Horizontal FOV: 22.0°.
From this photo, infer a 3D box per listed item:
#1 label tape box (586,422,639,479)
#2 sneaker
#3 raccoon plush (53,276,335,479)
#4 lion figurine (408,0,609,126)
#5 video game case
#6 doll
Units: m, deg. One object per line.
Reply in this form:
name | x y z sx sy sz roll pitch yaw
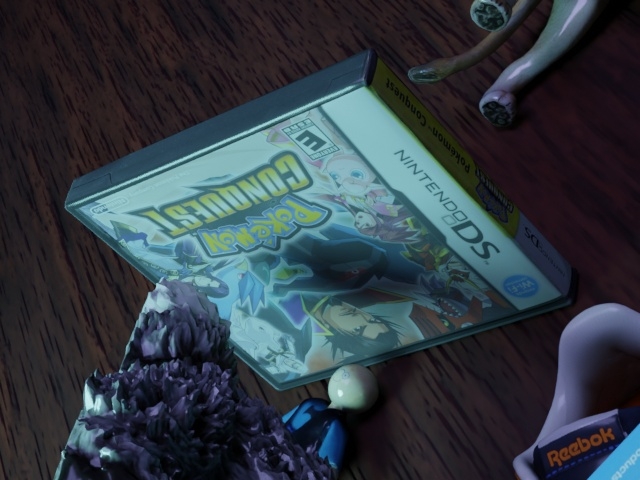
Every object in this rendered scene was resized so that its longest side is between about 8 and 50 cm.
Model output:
label tape box | 0.251 0.170 0.634 0.249 0.115 0.348 -50 37 13
sneaker | 0.170 0.175 0.887 0.126 0.127 0.321 -26 37 25
raccoon plush | 0.009 0.158 0.934 0.446 0.299 0.216 -78 2 -52
lion figurine | 0.247 -0.240 1.269 0.392 0.142 0.240 -13 36 47
video game case | 0.000 0.000 1.164 0.275 0.248 0.035 -20 41 34
doll | -0.025 0.165 1.197 0.189 0.046 0.129 -45 21 -12
